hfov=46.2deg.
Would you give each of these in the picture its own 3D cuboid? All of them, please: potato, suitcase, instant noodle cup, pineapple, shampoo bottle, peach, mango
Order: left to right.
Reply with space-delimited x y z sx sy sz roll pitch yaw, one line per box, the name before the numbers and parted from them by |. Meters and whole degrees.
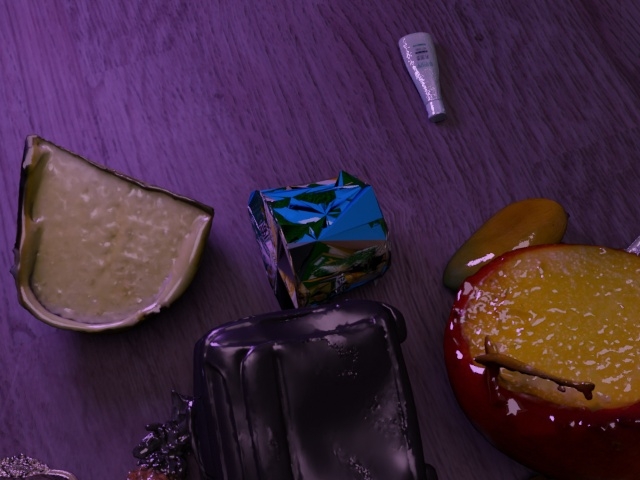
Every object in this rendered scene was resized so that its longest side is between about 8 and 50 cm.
potato | -0.368 0.016 1.286 0.330 0.213 0.280 21 86 -4
pineapple | -0.242 0.351 1.184 0.119 0.111 0.237 30 62 -19
suitcase | -0.022 0.271 1.100 0.339 0.188 0.345 -10 86 -15
instant noodle cup | 0.000 0.000 1.264 0.178 0.240 0.240 -19 69 -15
shampoo bottle | 0.207 -0.322 1.479 0.069 0.041 0.191 -8 68 -8
mango | 0.324 0.014 1.299 0.237 0.137 0.091 -43 116 -10
peach | 0.389 0.196 1.116 0.405 0.310 0.335 4 49 18

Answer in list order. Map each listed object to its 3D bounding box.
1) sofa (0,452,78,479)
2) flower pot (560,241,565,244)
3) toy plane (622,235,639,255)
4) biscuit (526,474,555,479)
sofa | -0.497 0.402 1.112 0.258 0.200 0.182 2 70 3
flower pot | 0.412 0.072 1.291 0.089 0.111 0.111 42 74 2
toy plane | 0.538 0.068 1.306 0.171 0.065 0.162 3 79 -3
biscuit | 0.444 0.442 1.165 0.290 0.041 0.209 18 68 9
